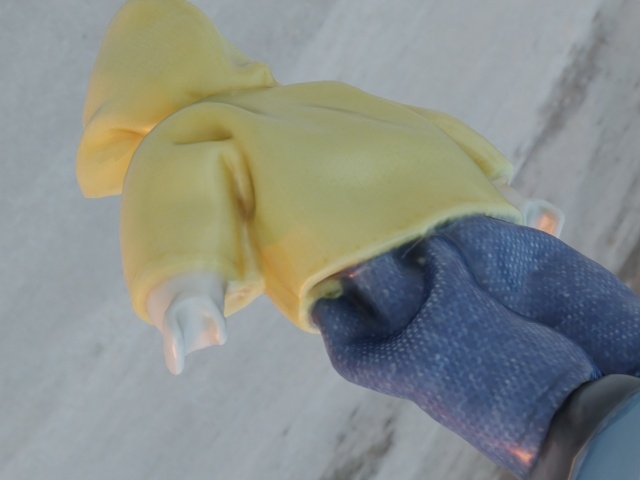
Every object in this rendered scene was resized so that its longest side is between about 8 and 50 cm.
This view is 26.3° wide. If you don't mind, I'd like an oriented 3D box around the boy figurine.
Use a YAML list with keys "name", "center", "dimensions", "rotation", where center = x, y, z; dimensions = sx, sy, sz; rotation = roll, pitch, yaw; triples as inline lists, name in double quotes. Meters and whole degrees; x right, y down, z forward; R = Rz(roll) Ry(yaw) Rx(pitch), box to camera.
- name: "boy figurine"
  center: [0.000, 0.000, 0.477]
  dimensions: [0.177, 0.285, 0.092]
  rotation: [-21, 133, -42]
